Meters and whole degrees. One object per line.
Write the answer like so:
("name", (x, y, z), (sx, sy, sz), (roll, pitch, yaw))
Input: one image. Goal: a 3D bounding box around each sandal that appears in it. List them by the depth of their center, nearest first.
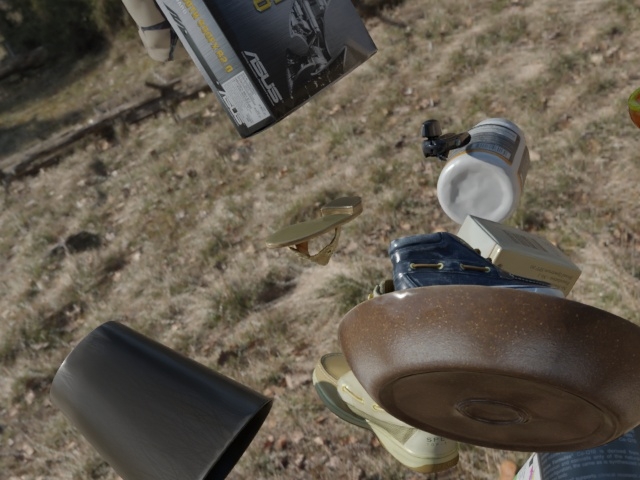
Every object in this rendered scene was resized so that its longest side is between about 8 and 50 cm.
("sandal", (0.005, 0.000, 1.199), (0.088, 0.079, 0.240), (0, 20, 33))

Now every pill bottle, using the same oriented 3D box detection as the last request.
("pill bottle", (0.381, 0.297, 1.019), (0.161, 0.161, 0.283), (-7, 49, 13))
("pill bottle", (0.345, -0.149, 1.529), (0.162, 0.162, 0.278), (1, 26, 21))

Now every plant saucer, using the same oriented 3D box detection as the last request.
("plant saucer", (0.104, 0.088, 0.442), (0.198, 0.198, 0.036), (2, 59, 21))

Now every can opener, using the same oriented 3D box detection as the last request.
("can opener", (0.237, -0.184, 1.359), (0.059, 0.073, 0.186), (12, 14, 30))

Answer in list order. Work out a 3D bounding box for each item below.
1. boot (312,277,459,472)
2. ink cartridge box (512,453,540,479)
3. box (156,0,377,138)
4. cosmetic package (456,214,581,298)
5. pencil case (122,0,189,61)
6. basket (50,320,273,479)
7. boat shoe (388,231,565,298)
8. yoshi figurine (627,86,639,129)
("boot", (0.077, 0.139, 0.921), (0.095, 0.203, 0.262), (-10, 20, -27))
("ink cartridge box", (0.471, 0.501, 1.470), (0.117, 0.278, 0.201), (28, 30, 7))
("box", (-0.064, -0.237, 0.698), (0.056, 0.231, 0.183), (-17, 18, 47))
("cosmetic package", (0.237, 0.131, 1.130), (0.160, 0.309, 0.113), (14, 23, -24))
("pencil case", (-0.249, -0.427, 0.979), (0.160, 0.410, 0.183), (-29, 38, 1))
("basket", (-0.207, 0.213, 0.928), (0.227, 0.154, 0.204), (34, 51, 12))
("boat shoe", (0.157, 0.035, 0.736), (0.183, 0.065, 0.083), (3, 60, -20))
("yoshi figurine", (0.477, -0.027, 0.757), (0.203, 0.362, 0.203), (-10, 31, 46))
